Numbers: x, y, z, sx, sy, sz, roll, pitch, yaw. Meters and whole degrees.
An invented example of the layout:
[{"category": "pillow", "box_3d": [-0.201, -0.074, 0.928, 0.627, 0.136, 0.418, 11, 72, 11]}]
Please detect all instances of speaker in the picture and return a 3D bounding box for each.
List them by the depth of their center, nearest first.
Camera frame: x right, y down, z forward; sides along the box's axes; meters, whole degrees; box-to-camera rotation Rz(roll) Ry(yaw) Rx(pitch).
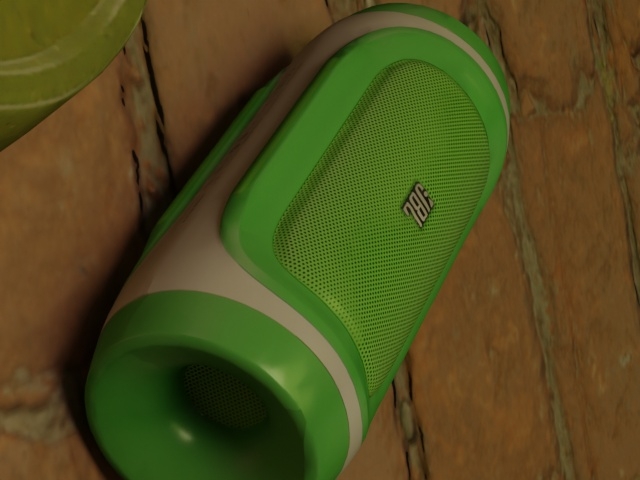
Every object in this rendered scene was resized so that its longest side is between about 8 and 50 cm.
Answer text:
[{"category": "speaker", "box_3d": [0.000, 0.000, 0.880, 0.131, 0.131, 0.296, 67, 32, -26]}]

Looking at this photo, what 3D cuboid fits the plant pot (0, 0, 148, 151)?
[{"category": "plant pot", "box_3d": [-0.188, -0.069, 0.380, 0.275, 0.293, 0.275, 22, 65, -58]}]
